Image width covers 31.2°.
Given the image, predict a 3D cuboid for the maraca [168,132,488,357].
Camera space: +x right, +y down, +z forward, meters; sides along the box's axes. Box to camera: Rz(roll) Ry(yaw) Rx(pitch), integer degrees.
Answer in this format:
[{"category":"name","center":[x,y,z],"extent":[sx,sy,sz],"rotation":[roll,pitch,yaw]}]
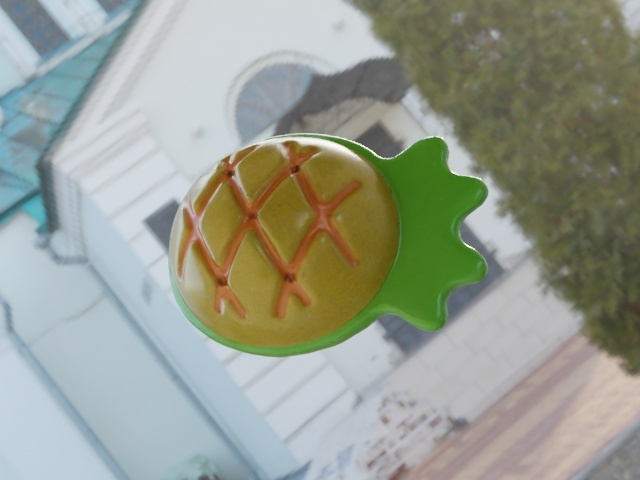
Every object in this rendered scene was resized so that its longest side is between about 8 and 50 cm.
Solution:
[{"category":"maraca","center":[0.000,0.000,0.623],"extent":[0.185,0.127,0.099],"rotation":[-4,-14,21]}]
